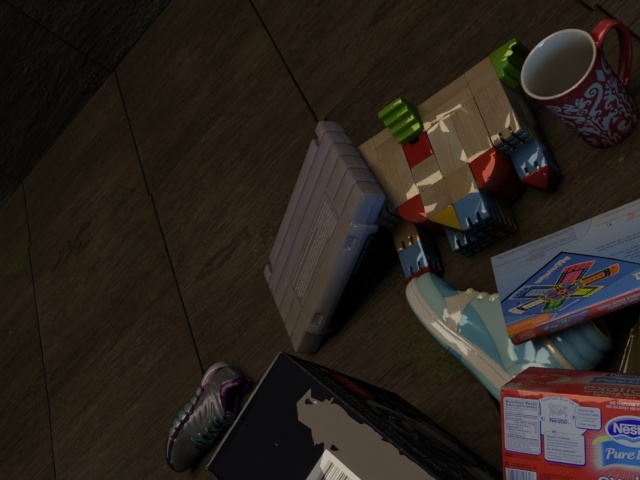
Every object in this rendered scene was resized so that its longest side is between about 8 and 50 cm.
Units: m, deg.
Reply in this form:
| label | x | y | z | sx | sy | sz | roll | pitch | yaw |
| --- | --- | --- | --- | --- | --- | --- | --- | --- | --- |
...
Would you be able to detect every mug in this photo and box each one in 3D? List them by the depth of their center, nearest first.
| label | x | y | z | sx | sy | sz | roll | pitch | yaw |
| --- | --- | --- | --- | --- | --- | --- | --- | --- | --- |
| mug | 0.396 | -0.220 | 1.185 | 0.150 | 0.169 | 0.113 | -31 | 47 | 29 |

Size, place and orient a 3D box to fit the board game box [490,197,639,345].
| label | x | y | z | sx | sy | sz | roll | pitch | yaw |
| --- | --- | --- | --- | --- | --- | --- | --- | --- | --- |
| board game box | 0.359 | 0.026 | 1.036 | 0.281 | 0.027 | 0.145 | -23 | 37 | 20 |

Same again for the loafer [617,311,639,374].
| label | x | y | z | sx | sy | sz | roll | pitch | yaw |
| --- | --- | --- | --- | --- | --- | --- | --- | --- | --- |
| loafer | 0.419 | 0.119 | 1.019 | 0.094 | 0.087 | 0.251 | 11 | 75 | 49 |

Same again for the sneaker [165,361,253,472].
| label | x | y | z | sx | sy | sz | roll | pitch | yaw |
| --- | --- | --- | --- | --- | --- | --- | --- | --- | --- |
| sneaker | -0.210 | 0.340 | 1.547 | 0.098 | 0.083 | 0.224 | 18 | 80 | 45 |

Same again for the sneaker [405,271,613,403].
| label | x | y | z | sx | sy | sz | roll | pitch | yaw |
| --- | --- | --- | --- | --- | --- | --- | --- | --- | --- |
| sneaker | 0.274 | 0.097 | 1.160 | 0.208 | 0.127 | 0.319 | -54 | 50 | 10 |

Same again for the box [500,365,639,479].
| label | x | y | z | sx | sy | sz | roll | pitch | yaw |
| --- | --- | --- | --- | --- | --- | --- | --- | --- | --- |
| box | 0.344 | 0.223 | 0.933 | 0.256 | 0.122 | 0.128 | -1 | 95 | 31 |

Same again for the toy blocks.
| label | x | y | z | sx | sy | sz | roll | pitch | yaw |
| --- | --- | --- | --- | --- | --- | --- | --- | --- | --- |
| toy blocks | 0.218 | -0.098 | 1.320 | 0.381 | 0.190 | 0.261 | -33 | 58 | 29 |

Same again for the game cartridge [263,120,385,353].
| label | x | y | z | sx | sy | sz | roll | pitch | yaw |
| --- | --- | --- | --- | --- | --- | --- | --- | --- | --- |
| game cartridge | 0.000 | 0.000 | 1.450 | 0.230 | 0.068 | 0.355 | 59 | 138 | 42 |

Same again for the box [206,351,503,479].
| label | x | y | z | sx | sy | sz | roll | pitch | yaw |
| --- | --- | --- | --- | --- | --- | --- | --- | --- | --- |
| box | 0.096 | 0.322 | 1.009 | 0.343 | 0.312 | 0.179 | 33 | 91 | 37 |
